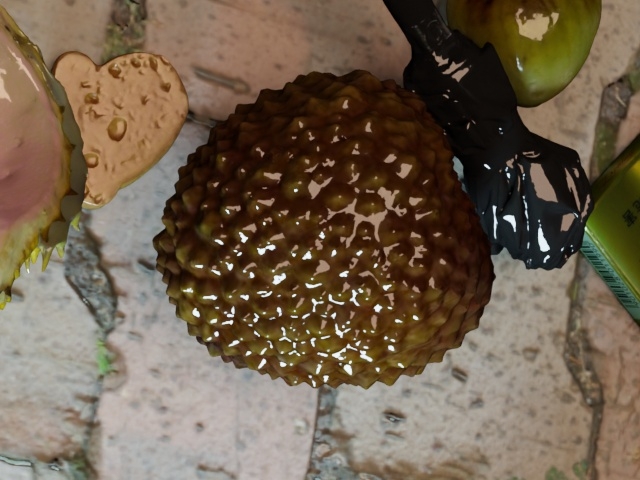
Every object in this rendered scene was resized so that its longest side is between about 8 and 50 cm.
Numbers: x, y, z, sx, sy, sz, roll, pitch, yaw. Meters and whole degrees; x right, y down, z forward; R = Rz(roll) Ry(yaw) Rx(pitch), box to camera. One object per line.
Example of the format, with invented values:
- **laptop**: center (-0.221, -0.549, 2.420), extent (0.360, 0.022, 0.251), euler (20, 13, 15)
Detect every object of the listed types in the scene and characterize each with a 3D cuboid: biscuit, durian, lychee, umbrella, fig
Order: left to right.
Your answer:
- **durian**: center (-0.268, -0.092, 1.069), extent (0.195, 0.185, 0.305), euler (-36, 93, -42)
- **biscuit**: center (-0.176, -0.102, 1.181), extent (0.140, 0.023, 0.118), euler (-39, 103, -19)
- **lychee**: center (0.000, 0.000, 1.147), extent (0.267, 0.267, 0.268), euler (0, 89, -24)
- **umbrella**: center (0.132, -0.108, 1.230), extent (0.118, 0.118, 0.340), euler (-46, 123, -18)
- **fig**: center (0.179, -0.198, 1.283), extent (0.136, 0.121, 0.153), euler (5, 74, 9)

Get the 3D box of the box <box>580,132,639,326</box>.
- **box**: center (0.382, 0.039, 1.420), extent (0.173, 0.043, 0.311), euler (-46, 106, -18)
